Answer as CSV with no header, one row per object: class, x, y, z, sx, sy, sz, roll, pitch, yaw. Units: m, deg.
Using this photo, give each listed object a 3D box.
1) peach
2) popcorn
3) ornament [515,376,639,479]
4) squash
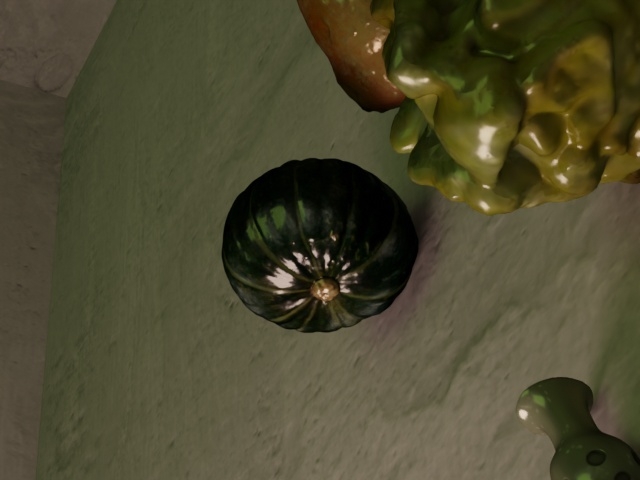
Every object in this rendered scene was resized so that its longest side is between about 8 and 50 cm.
peach,0.076,-0.258,1.889,0.214,0.214,0.236,-172,90,-69
popcorn,0.179,-0.153,1.423,0.312,0.312,0.312,-165,90,-69
ornament,0.218,0.180,1.411,0.156,0.074,0.081,-117,38,-58
squash,0.000,0.005,1.890,0.172,0.218,0.218,-88,21,-64
